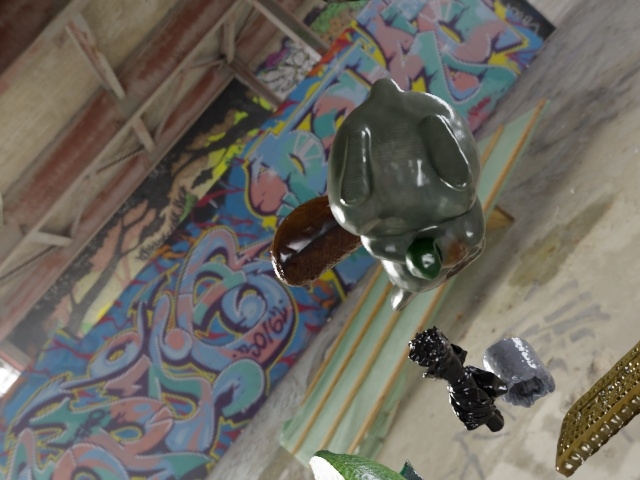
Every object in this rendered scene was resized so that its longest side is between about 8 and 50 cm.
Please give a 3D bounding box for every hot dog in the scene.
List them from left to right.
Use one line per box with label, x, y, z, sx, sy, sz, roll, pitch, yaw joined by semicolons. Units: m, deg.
hot dog;0.000;-0.001;1.231;0.227;0.160;0.099;-30;32;1

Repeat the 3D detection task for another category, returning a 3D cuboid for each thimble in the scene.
thimble;0.462;0.312;1.375;0.127;0.151;0.118;-42;38;20

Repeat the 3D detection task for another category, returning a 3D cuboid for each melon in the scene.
melon;0.096;0.449;0.989;0.323;0.196;0.124;39;101;43

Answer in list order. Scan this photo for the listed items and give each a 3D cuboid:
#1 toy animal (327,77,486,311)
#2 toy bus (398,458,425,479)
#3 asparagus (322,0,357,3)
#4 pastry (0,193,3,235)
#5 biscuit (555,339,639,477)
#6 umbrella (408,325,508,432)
toy animal;0.082;-0.018;0.478;0.108;0.138;0.236;-12;-26;15
toy bus;0.262;0.704;1.348;0.199;0.183;0.343;-41;38;-11
asparagus;0.137;-0.434;0.786;0.382;0.128;0.108;-51;13;-15
pastry;-0.389;-0.033;0.566;0.092;0.156;0.156;-33;17;46
biscuit;0.386;0.182;0.741;0.254;0.029;0.172;-57;-17;22
umbrella;0.308;0.306;1.285;0.122;0.272;0.110;-42;1;-27
